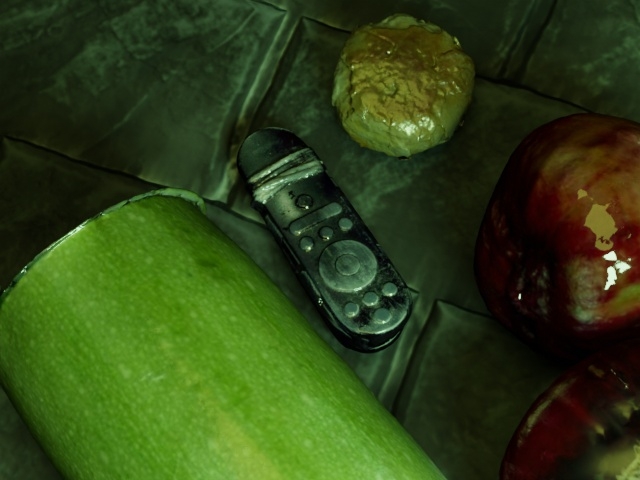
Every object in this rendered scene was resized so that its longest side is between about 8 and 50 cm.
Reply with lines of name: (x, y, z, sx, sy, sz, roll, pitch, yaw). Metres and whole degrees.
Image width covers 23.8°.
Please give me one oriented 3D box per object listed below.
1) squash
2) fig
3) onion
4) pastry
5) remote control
squash: (-0.101, 0.160, 1.335, 0.263, 0.263, 0.384, -38, 69, -10)
fig: (0.250, -0.005, 1.398, 0.224, 0.224, 0.263, 9, 35, 9)
onion: (0.298, 0.233, 1.300, 0.314, 0.232, 0.314, 0, 91, -5)
pastry: (0.084, -0.158, 1.544, 0.153, 0.081, 0.153, -1, 64, 2)
remote control: (0.000, 0.000, 1.505, 0.090, 0.066, 0.266, -23, 63, -19)
